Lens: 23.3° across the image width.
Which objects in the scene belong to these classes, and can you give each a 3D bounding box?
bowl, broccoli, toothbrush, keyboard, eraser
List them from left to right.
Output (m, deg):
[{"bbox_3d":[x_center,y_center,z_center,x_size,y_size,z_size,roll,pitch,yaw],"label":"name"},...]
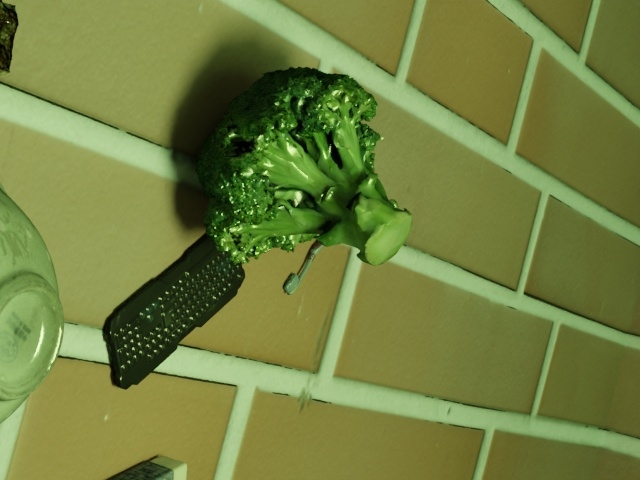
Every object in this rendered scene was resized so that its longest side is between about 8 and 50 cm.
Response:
[{"bbox_3d":[-0.329,0.078,1.444,0.313,0.146,0.313,-33,130,-51],"label":"bowl"},{"bbox_3d":[-0.236,0.326,1.809,0.212,0.046,0.092,-19,119,-57],"label":"eraser"},{"bbox_3d":[-0.169,0.075,1.856,0.262,0.016,0.106,-42,136,-46],"label":"keyboard"},{"bbox_3d":[-0.015,-0.071,1.830,0.270,0.270,0.270,-39,155,-23],"label":"broccoli"},{"bbox_3d":[0.000,0.000,2.126,0.193,0.013,0.019,-57,137,-31],"label":"toothbrush"}]

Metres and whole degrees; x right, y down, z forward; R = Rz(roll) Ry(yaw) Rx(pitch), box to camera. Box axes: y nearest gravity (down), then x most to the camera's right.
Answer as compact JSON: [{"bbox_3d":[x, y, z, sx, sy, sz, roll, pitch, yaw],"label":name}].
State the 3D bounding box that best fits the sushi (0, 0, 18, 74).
[{"bbox_3d":[-0.337,-0.188,1.379,0.150,0.090,0.078,9,90,-59],"label":"sushi"}]
